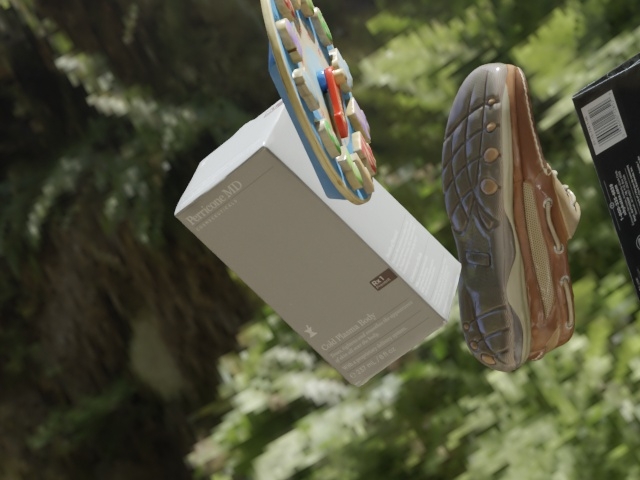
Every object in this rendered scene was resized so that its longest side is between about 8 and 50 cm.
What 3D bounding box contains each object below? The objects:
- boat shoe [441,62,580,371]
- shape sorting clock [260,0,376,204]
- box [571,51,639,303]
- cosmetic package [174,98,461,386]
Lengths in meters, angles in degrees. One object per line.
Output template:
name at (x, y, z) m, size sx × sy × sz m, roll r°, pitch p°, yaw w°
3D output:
boat shoe at (0.207, -0.028, 1.993) m, size 0.116 × 0.123 × 0.324 m, roll -10°, pitch -76°, yaw -27°
shape sorting clock at (0.000, -0.126, 1.502) m, size 0.040 × 0.206 × 0.206 m, roll -17°, pitch -27°, yaw 11°
box at (0.396, -0.071, 1.989) m, size 0.142 × 0.247 × 0.163 m, roll 4°, pitch -27°, yaw -42°
cosmetic package at (0.000, 0.000, 1.701) m, size 0.238 × 0.107 × 0.127 m, roll 41°, pitch -56°, yaw -17°
